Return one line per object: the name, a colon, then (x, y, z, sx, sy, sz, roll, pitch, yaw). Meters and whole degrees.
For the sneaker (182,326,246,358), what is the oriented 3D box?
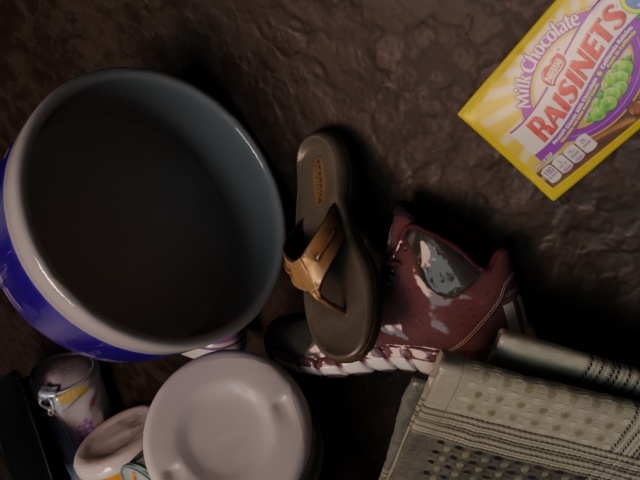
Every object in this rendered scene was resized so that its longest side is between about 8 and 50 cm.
sneaker: (-0.226, 0.049, 0.801, 0.281, 0.102, 0.161, 4, 118, 21)

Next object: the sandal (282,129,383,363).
sandal: (0.000, 0.000, 0.555, 0.090, 0.060, 0.220, -18, 72, 46)

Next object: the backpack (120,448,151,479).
backpack: (-0.203, 0.375, 0.870, 0.165, 0.144, 0.189, -1, 110, 47)

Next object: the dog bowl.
dog bowl: (-0.165, -0.021, 0.588, 0.104, 0.265, 0.265, -23, 104, 45)

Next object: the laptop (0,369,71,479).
laptop: (-0.484, 0.342, 1.096, 0.136, 0.264, 0.235, -21, 84, 4)

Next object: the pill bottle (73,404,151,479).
pill bottle: (-0.274, 0.429, 1.032, 0.162, 0.162, 0.279, -7, 115, 38)

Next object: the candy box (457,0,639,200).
candy box: (0.197, -0.127, 0.426, 0.105, 0.027, 0.206, 45, 134, 7)

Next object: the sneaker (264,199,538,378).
sneaker: (0.058, 0.042, 0.599, 0.281, 0.106, 0.163, -4, 109, 27)

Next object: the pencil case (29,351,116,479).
pencil case: (-0.417, 0.325, 1.092, 0.113, 0.124, 0.273, -8, 123, -5)

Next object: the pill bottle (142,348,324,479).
pill bottle: (-0.078, 0.232, 0.697, 0.161, 0.161, 0.283, 30, 162, 16)

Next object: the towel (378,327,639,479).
towel: (0.217, 0.218, 0.563, 0.324, 0.056, 0.312, 13, 132, 1)
